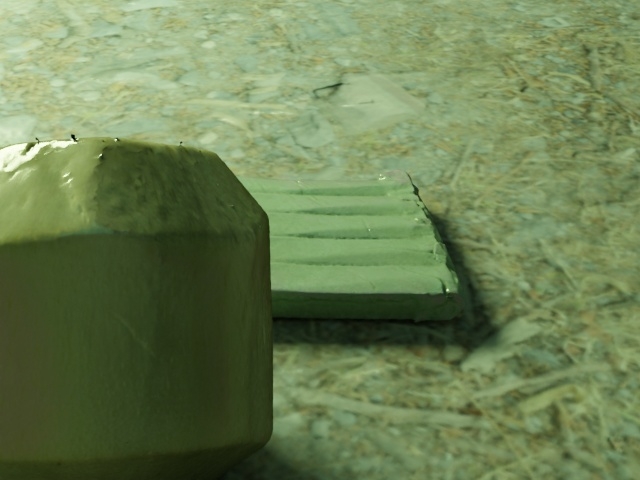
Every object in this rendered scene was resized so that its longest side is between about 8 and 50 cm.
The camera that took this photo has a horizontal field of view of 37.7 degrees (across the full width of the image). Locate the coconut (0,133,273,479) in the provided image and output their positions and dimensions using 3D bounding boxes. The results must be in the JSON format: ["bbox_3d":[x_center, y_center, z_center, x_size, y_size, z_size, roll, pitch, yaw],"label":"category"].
[{"bbox_3d":[-0.130,0.059,0.547,0.241,0.241,0.241,1,37,-1],"label":"coconut"}]

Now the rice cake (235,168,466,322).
[{"bbox_3d":[0.000,0.000,0.769,0.198,0.037,0.189,-4,38,-8],"label":"rice cake"}]
